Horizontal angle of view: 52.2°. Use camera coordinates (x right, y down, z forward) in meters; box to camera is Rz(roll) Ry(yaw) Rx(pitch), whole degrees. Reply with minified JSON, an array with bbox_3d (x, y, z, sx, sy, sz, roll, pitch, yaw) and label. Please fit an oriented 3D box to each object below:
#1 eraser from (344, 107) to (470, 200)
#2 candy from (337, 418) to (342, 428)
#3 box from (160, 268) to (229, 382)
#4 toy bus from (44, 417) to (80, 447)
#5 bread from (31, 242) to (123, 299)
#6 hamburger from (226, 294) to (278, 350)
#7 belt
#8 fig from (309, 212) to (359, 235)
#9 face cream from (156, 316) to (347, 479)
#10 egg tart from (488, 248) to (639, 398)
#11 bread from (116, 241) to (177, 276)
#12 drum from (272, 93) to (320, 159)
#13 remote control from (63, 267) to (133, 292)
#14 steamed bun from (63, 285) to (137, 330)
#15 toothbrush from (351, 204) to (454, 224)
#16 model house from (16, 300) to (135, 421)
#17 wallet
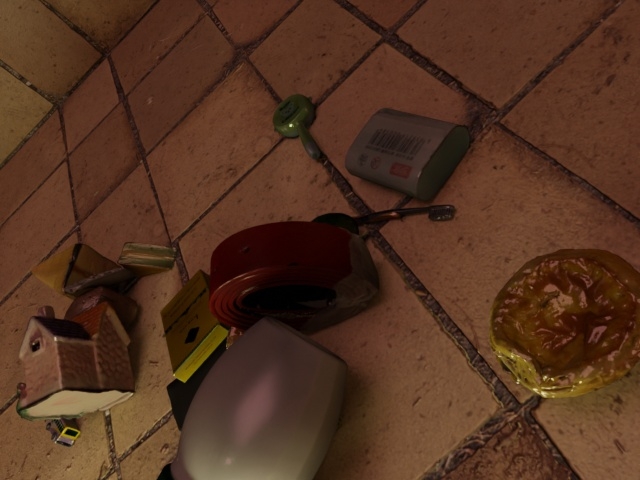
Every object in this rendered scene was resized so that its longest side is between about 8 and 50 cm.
[{"bbox_3d":[0.176,-0.186,1.358,0.174,0.081,0.227,-53,40,-8],"label":"eraser"},{"bbox_3d":[0.023,0.304,1.180,0.025,0.023,0.083,-46,31,29],"label":"candy"},{"bbox_3d":[-0.294,0.186,1.502,0.153,0.041,0.279,-47,30,5],"label":"box"},{"bbox_3d":[-0.649,0.467,1.640,0.102,0.052,0.058,30,82,48],"label":"toy bus"},{"bbox_3d":[-0.712,0.142,1.860,0.264,0.168,0.163,-23,48,33],"label":"bread"},{"bbox_3d":[-0.123,0.166,1.346,0.102,0.087,0.176,3,39,18],"label":"hamburger"},{"bbox_3d":[-0.049,0.072,1.238,0.324,0.227,0.115,-6,52,-1],"label":"belt"},{"bbox_3d":[0.000,0.000,1.370,0.178,0.117,0.117,-2,59,54],"label":"fig"},{"bbox_3d":[-0.113,0.323,1.120,0.356,0.220,0.312,-59,25,-5],"label":"face cream"},{"bbox_3d":[0.360,0.123,0.944,0.241,0.106,0.241,-24,45,26],"label":"egg tart"},{"bbox_3d":[-0.467,0.042,1.767,0.139,0.084,0.074,-11,53,36],"label":"bread"},{"bbox_3d":[-0.036,-0.297,1.654,0.130,0.049,0.253,-50,41,1],"label":"drum"},{"bbox_3d":[-0.585,0.109,1.758,0.073,0.229,0.044,-8,98,26],"label":"remote control"},{"bbox_3d":[-0.581,0.202,1.706,0.175,0.145,0.106,-35,44,24],"label":"steamed bun"},{"bbox_3d":[0.130,-0.049,1.341,0.321,0.023,0.031,-2,57,41],"label":"toothbrush"},{"bbox_3d":[-0.598,0.279,1.541,0.202,0.237,0.237,-27,65,24],"label":"model house"},{"bbox_3d":[-0.226,0.291,1.397,0.250,0.044,0.149,-41,45,10],"label":"wallet"}]
